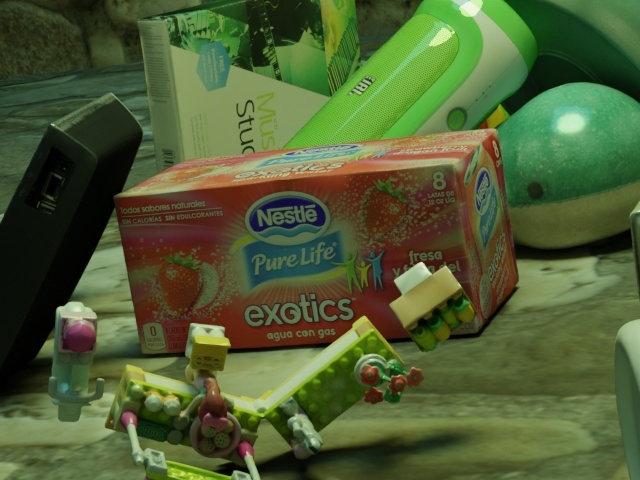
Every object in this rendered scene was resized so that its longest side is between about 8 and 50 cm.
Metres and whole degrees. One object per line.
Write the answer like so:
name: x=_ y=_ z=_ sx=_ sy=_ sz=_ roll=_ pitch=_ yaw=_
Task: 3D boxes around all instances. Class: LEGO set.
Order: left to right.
LEGO set: x=-0.029 y=0.101 z=1.196 sx=0.287 sy=0.132 sz=0.107 roll=-5 pitch=20 yaw=-10

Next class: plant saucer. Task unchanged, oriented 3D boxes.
plant saucer: x=0.253 y=-0.157 z=1.811 sx=0.043 sy=0.317 sz=0.318 roll=-48 pitch=28 yaw=-21

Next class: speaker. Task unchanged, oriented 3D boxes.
speaker: x=0.066 y=-0.106 z=1.744 sx=0.296 sy=0.131 sz=0.131 roll=-46 pitch=21 yaw=-9

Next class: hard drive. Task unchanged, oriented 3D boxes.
hard drive: x=-0.229 y=0.010 z=1.526 sx=0.054 sy=0.254 sz=0.172 roll=29 pitch=17 yaw=4

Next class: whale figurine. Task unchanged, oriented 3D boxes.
whale figurine: x=0.197 y=-0.072 z=1.752 sx=0.272 sy=0.141 sz=0.216 roll=-1 pitch=15 yaw=45

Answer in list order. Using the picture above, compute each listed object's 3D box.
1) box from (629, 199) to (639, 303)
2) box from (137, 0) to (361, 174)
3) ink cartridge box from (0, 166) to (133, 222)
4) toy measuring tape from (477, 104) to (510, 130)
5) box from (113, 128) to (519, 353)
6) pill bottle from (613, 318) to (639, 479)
box: x=0.316 y=0.007 z=1.327 sx=0.149 sy=0.126 sz=0.232 roll=-5 pitch=13 yaw=20
box: x=-0.072 y=-0.180 z=2.239 sx=0.058 sy=0.232 sz=0.322 roll=8 pitch=21 yaw=41
ink cartridge box: x=-0.363 y=0.034 z=1.746 sx=0.304 sy=0.072 sz=0.307 roll=-17 pitch=4 yaw=37
toy measuring tape: x=0.108 y=-0.133 z=2.165 sx=0.330 sy=0.121 sz=0.121 roll=-5 pitch=13 yaw=20
box: x=0.000 y=0.000 z=1.564 sx=0.300 sy=0.142 sz=0.154 roll=-5 pitch=12 yaw=21
pill bottle: x=0.277 y=0.089 z=0.971 sx=0.229 sy=0.131 sz=0.131 roll=-9 pitch=12 yaw=1
